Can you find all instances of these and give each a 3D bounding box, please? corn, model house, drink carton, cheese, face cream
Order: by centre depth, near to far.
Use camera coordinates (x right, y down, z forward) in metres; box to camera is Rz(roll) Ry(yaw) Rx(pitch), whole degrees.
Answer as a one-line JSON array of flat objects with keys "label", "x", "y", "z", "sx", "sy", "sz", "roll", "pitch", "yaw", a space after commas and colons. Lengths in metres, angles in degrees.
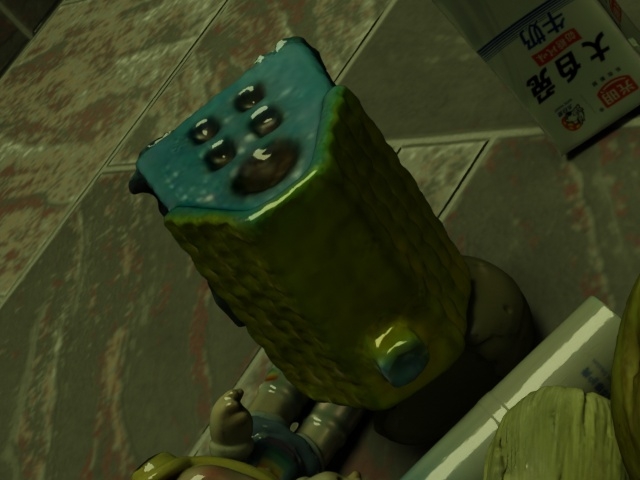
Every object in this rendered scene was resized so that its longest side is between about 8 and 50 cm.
[{"label": "corn", "x": 0.176, "y": 0.232, "z": 1.325, "sx": 0.122, "sy": 0.123, "sz": 0.305, "roll": -28, "pitch": 31, "yaw": 26}, {"label": "face cream", "x": 0.160, "y": 0.157, "z": 1.508, "sx": 0.250, "sy": 0.077, "sz": 0.077, "roll": -44, "pitch": 26, "yaw": 0}, {"label": "model house", "x": 0.000, "y": 0.000, "z": 1.580, "sx": 0.215, "sy": 0.237, "sz": 0.303, "roll": -38, "pitch": 28, "yaw": -2}, {"label": "cheese", "x": 0.107, "y": 0.090, "z": 1.668, "sx": 0.175, "sy": 0.091, "sz": 0.202, "roll": -39, "pitch": 24, "yaw": 6}, {"label": "drink carton", "x": 0.193, "y": -0.242, "z": 1.777, "sx": 0.130, "sy": 0.315, "sz": 0.106, "roll": -34, "pitch": 24, "yaw": 22}]

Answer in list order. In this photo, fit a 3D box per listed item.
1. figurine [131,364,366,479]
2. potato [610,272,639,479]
[{"label": "figurine", "x": -0.069, "y": 0.262, "z": 1.633, "sx": 0.382, "sy": 0.224, "sz": 0.205, "roll": -35, "pitch": -9, "yaw": -42}, {"label": "potato", "x": 0.271, "y": 0.112, "z": 1.195, "sx": 0.213, "sy": 0.280, "sz": 0.330, "roll": -26, "pitch": 33, "yaw": 28}]
